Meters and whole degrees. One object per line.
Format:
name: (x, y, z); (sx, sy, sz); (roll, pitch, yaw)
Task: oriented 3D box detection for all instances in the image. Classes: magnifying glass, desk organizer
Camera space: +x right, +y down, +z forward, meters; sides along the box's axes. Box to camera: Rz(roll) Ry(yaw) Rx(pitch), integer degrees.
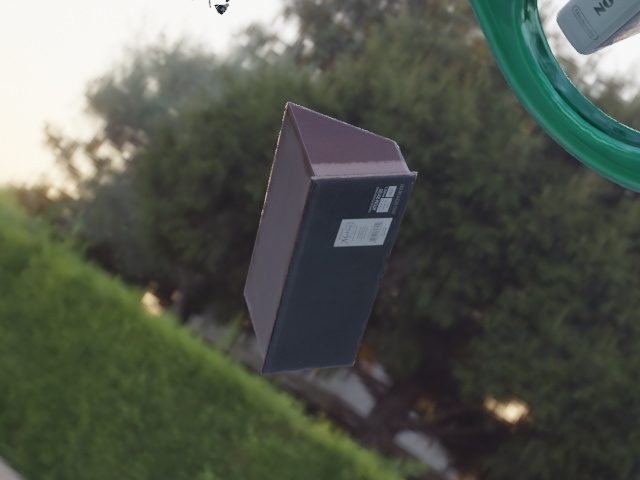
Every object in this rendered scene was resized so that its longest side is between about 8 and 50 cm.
magnifying glass: (0.047, -0.106, 0.415); (0.231, 0.026, 0.092); (50, -29, 1)
desk organizer: (0.000, 0.000, 0.647); (0.130, 0.047, 0.050); (106, -26, -45)

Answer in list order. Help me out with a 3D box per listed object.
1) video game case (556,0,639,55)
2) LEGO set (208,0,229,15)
video game case: (0.189, -0.135, 0.470); (0.022, 0.190, 0.173); (58, -38, 9)
LEGO set: (-0.068, -0.166, 0.879); (0.054, 0.023, 0.083); (55, 21, -16)
